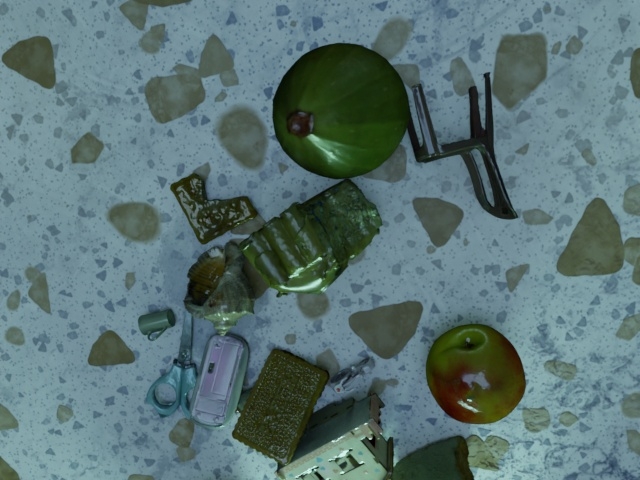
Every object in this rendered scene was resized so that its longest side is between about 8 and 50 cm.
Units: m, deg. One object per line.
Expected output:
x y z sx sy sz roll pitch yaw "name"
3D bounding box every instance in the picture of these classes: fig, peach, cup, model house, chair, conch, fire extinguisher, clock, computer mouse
0.030 -0.269 1.092 0.316 0.316 0.316 1 99 7 "fig"
0.364 0.317 1.203 0.231 0.231 0.231 1 99 7 "peach"
-0.438 0.223 1.353 0.083 0.075 0.054 -15 119 6 "cup"
0.072 0.565 1.313 0.326 0.169 0.244 -34 101 15 "model house"
0.313 -0.189 1.147 0.183 0.175 0.326 -12 92 -1 "chair"
-0.251 0.118 1.277 0.178 0.163 0.245 5 70 -10 "conch"
-0.193 0.423 1.369 0.177 0.050 0.062 -26 69 10 "fire extinguisher"
0.083 0.349 1.309 0.129 0.087 0.041 -31 95 3 "clock"
-0.268 0.369 1.344 0.126 0.056 0.245 12 80 3 "computer mouse"

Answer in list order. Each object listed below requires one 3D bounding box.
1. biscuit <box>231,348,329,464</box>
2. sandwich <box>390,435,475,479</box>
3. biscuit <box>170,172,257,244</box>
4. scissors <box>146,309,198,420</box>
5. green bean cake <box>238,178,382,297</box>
-0.101 0.417 1.296 0.172 0.029 0.254 21 71 16 "biscuit"
0.273 0.605 1.243 0.226 0.251 0.087 -34 93 13 "sandwich"
-0.277 -0.099 1.297 0.174 0.039 0.183 -30 96 12 "biscuit"
-0.369 0.322 1.385 0.191 0.029 0.360 7 96 0 "scissors"
0.000 0.000 1.143 0.285 0.310 0.202 -32 92 13 "green bean cake"
